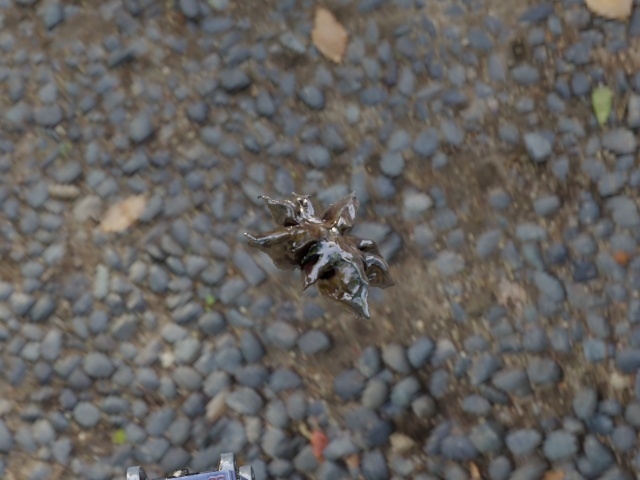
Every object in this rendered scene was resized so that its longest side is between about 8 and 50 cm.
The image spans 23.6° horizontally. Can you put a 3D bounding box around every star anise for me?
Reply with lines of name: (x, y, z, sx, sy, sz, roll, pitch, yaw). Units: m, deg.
star anise: (0.006, -0.003, 1.164, 0.124, 0.056, 0.129, 34, 35, -1)

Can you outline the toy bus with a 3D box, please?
toy bus: (-0.135, 0.321, 1.732, 0.125, 0.292, 0.133, -9, 77, 1)
